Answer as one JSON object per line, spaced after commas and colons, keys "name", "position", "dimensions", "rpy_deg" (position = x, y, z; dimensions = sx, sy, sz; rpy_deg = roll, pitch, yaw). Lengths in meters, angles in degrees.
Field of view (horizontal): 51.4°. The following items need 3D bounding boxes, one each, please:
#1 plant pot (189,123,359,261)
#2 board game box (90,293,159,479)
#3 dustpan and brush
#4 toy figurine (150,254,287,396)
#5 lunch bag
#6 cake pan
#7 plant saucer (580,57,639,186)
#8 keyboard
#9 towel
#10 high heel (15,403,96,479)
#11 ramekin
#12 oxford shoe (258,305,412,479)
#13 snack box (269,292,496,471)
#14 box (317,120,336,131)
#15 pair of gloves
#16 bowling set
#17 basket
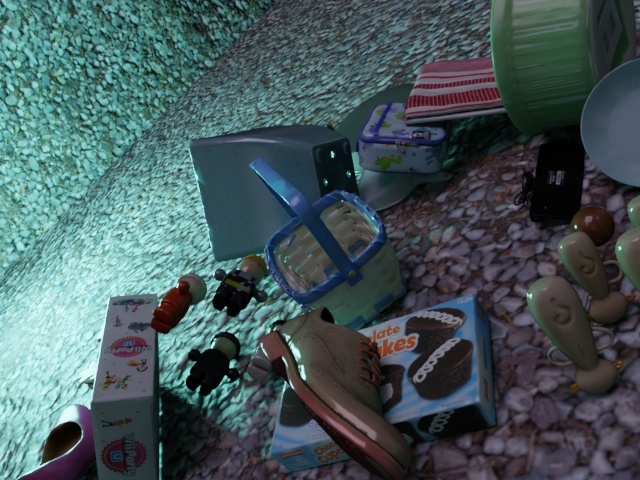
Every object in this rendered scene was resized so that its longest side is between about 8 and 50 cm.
{"name": "plant pot", "position": [-0.067, -0.113, 1.333], "dimensions": [0.252, 0.247, 0.247], "rpy_deg": [-5, 11, 33]}
{"name": "board game box", "position": [-0.330, 0.266, 1.164], "dimensions": [0.097, 0.224, 0.303], "rpy_deg": [-2, 26, -13]}
{"name": "dustpan and brush", "position": [0.169, -0.124, 1.345], "dimensions": [0.211, 0.060, 0.147], "rpy_deg": [-12, 48, 49]}
{"name": "toy figurine", "position": [-0.163, 0.146, 1.170], "dimensions": [0.209, 0.213, 0.148], "rpy_deg": [-20, 17, 25]}
{"name": "lunch bag", "position": [0.167, -0.207, 1.324], "dimensions": [0.176, 0.090, 0.219], "rpy_deg": [6, 30, 15]}
{"name": "cake pan", "position": [0.146, -0.271, 1.570], "dimensions": [0.293, 0.054, 0.293], "rpy_deg": [-28, 31, 18]}
{"name": "plant saucer", "position": [0.488, -0.172, 0.979], "dimensions": [0.194, 0.037, 0.195], "rpy_deg": [-3, 85, 28]}
{"name": "keyboard", "position": [0.375, -0.091, 1.089], "dimensions": [0.100, 0.038, 0.192], "rpy_deg": [6, 46, 21]}
{"name": "towel", "position": [0.298, -0.317, 1.344], "dimensions": [0.236, 0.037, 0.329], "rpy_deg": [-5, 28, 18]}
{"name": "high heel", "position": [-0.498, 0.386, 1.225], "dimensions": [0.127, 0.181, 0.377], "rpy_deg": [-40, 29, -3]}
{"name": "ramekin", "position": [0.417, -0.334, 1.113], "dimensions": [0.148, 0.303, 0.303], "rpy_deg": [2, 47, 40]}
{"name": "oxford shoe", "position": [0.030, 0.176, 0.871], "dimensions": [0.130, 0.123, 0.348], "rpy_deg": [-39, 32, -9]}
{"name": "snack box", "position": [0.085, 0.205, 0.950], "dimensions": [0.321, 0.060, 0.187], "rpy_deg": [-23, 33, 26]}
{"name": "box", "position": [-0.036, -0.249, 1.736], "dimensions": [0.168, 0.059, 0.054], "rpy_deg": [-17, 33, 34]}
{"name": "pair of gloves", "position": [-0.456, 0.237, 1.538], "dimensions": [0.204, 0.042, 0.240], "rpy_deg": [-30, 28, 22]}
{"name": "bowling set", "position": [0.390, 0.035, 0.803], "dimensions": [0.287, 0.154, 0.200], "rpy_deg": [-30, 11, 18]}
{"name": "basket", "position": [0.000, 0.000, 1.100], "dimensions": [0.201, 0.289, 0.255], "rpy_deg": [-35, 28, -3]}
